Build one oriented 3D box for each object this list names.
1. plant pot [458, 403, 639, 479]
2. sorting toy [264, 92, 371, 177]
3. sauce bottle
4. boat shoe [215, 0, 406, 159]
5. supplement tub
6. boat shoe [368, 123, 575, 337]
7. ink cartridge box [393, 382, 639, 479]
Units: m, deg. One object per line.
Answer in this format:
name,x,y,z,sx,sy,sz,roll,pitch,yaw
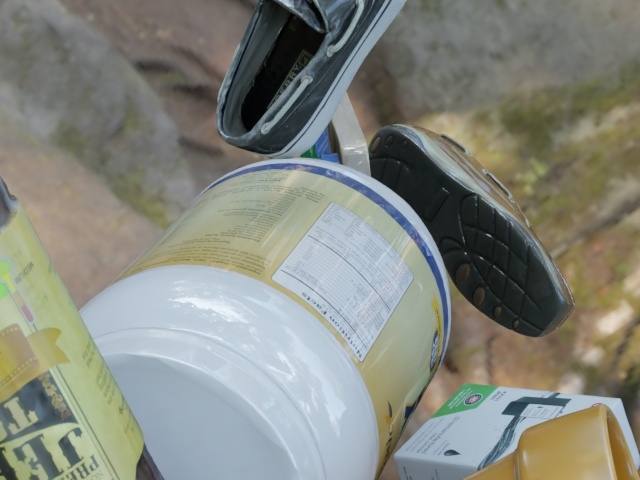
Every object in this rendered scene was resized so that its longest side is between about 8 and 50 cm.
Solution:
plant pot,0.117,0.225,1.028,0.205,0.188,0.205,-18,90,-78
sorting toy,0.000,0.000,1.598,0.257,0.089,0.255,-103,-173,-71
sauce bottle,-0.148,0.118,0.894,0.111,0.111,0.344,-75,142,-61
boat shoe,0.002,-0.153,1.058,0.078,0.219,0.070,30,10,27
supplement tub,-0.051,0.094,1.137,0.228,0.228,0.316,50,29,-6
boat shoe,0.196,-0.027,2.011,0.120,0.122,0.324,-15,60,-50
ink cartridge box,0.208,0.231,1.750,0.153,0.208,0.087,-39,119,-41
